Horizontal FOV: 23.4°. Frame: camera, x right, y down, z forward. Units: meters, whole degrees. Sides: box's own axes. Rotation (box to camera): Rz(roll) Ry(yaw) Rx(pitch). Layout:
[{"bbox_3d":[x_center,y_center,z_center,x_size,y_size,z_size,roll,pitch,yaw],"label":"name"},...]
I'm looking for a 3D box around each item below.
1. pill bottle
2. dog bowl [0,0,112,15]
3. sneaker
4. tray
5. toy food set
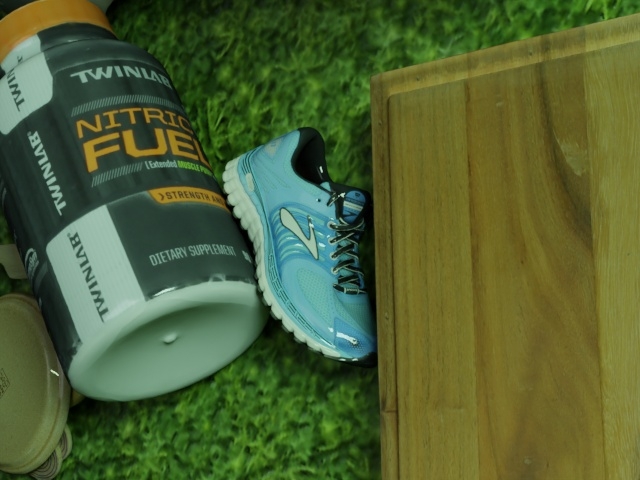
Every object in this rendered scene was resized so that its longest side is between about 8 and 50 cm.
[{"bbox_3d":[-0.133,-0.034,0.954,0.130,0.130,0.245,-39,61,25],"label":"pill bottle"},{"bbox_3d":[-0.160,-0.308,1.043,0.349,0.102,0.348,-8,76,36],"label":"dog bowl"},{"bbox_3d":[0.000,0.000,0.892,0.073,0.063,0.162,-38,62,22],"label":"sneaker"},{"bbox_3d":[0.129,0.102,0.770,0.203,0.076,0.410,-9,76,35],"label":"tray"},{"bbox_3d":[-0.198,0.097,1.044,0.132,0.039,0.192,-1,86,44],"label":"toy food set"}]
